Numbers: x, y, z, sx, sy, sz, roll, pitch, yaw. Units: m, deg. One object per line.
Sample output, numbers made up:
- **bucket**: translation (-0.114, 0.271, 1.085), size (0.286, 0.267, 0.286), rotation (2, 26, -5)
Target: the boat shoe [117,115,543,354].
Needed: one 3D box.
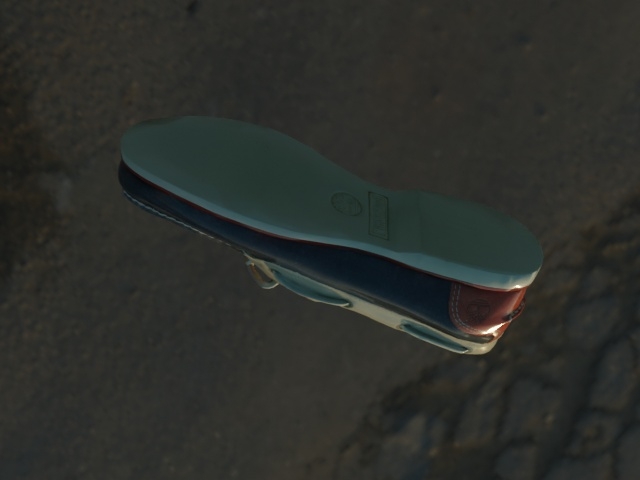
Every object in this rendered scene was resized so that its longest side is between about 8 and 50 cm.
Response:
- **boat shoe**: translation (0.000, 0.000, 0.508), size (0.137, 0.049, 0.043), rotation (17, 130, -8)
